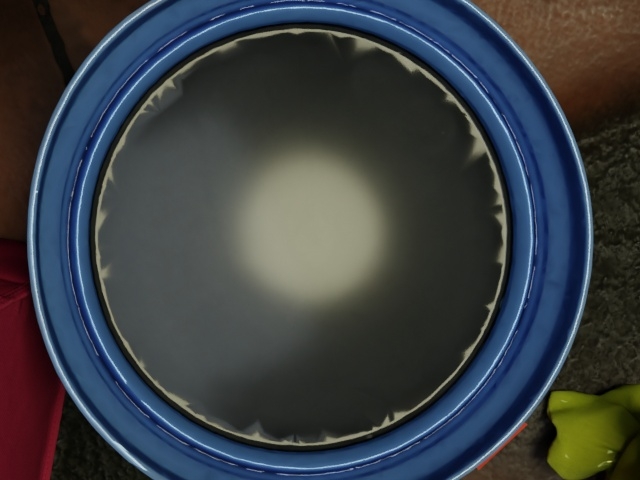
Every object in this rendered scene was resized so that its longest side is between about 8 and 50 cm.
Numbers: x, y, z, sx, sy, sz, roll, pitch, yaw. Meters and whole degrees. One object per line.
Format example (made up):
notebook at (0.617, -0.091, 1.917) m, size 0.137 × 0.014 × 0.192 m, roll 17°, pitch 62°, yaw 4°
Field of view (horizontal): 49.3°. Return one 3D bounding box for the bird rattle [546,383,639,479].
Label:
bird rattle at (0.319, 0.187, 0.579) m, size 0.254 × 0.143 × 0.206 m, roll -10°, pitch 110°, yaw -13°

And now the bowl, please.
bowl at (0.000, 0.000, 0.505) m, size 0.391 × 0.077 × 0.391 m, roll 0°, pitch 92°, yaw -12°

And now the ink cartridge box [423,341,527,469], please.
ink cartridge box at (0.119, 0.142, 0.590) m, size 0.115 × 0.029 × 0.063 m, roll 45°, pitch 94°, yaw -6°

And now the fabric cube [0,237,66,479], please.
fabric cube at (-0.336, 0.121, 0.463) m, size 0.258 × 0.259 × 0.254 m, roll 13°, pitch 97°, yaw -4°

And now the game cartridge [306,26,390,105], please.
game cartridge at (0.007, -0.125, 0.556) m, size 0.083 × 0.017 × 0.056 m, roll 36°, pitch 100°, yaw -6°
